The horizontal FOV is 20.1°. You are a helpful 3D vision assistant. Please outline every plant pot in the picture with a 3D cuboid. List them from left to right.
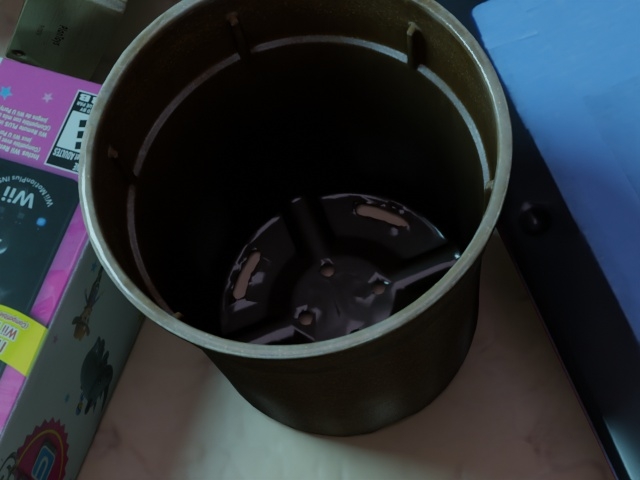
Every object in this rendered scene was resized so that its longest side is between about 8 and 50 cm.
[{"bbox_3d":[0.000,0.000,0.755,0.167,0.165,0.167,-3,65,7],"label":"plant pot"}]

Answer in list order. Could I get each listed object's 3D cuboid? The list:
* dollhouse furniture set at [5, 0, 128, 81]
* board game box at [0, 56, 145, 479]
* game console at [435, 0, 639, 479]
[{"bbox_3d":[-0.194,-0.200,0.855,0.242,0.212,0.161,19,70,-12],"label":"dollhouse furniture set"},{"bbox_3d":[-0.218,0.058,0.801,0.224,0.097,0.303,16,71,15],"label":"board game box"},{"bbox_3d":[0.236,-0.063,0.773,0.342,0.060,0.386,-25,61,6],"label":"game console"}]
